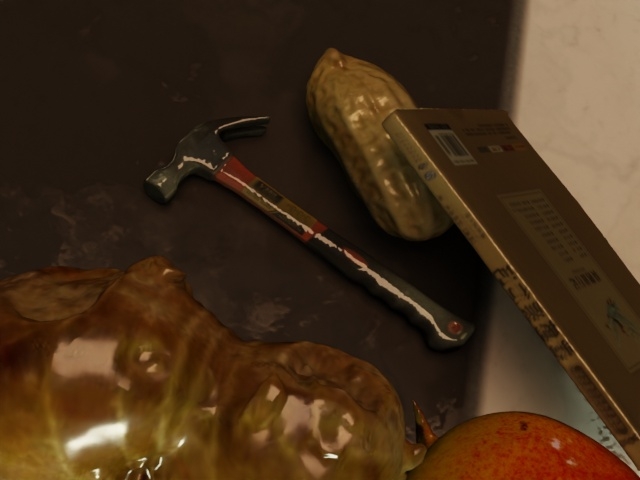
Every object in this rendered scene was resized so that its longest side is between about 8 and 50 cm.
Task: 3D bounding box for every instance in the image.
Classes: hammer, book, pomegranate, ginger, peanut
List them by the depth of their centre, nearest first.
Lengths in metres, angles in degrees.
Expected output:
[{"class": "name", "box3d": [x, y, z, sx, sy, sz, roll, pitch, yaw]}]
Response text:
[{"class": "ginger", "box3d": [-0.134, 0.143, 0.795, 0.357, 0.274, 0.152, 22, 30, -5]}, {"class": "pomegranate", "box3d": [0.115, 0.216, 0.840, 0.256, 0.221, 0.221, 33, 65, 20]}, {"class": "book", "box3d": [0.189, 0.021, 0.960, 0.310, 0.021, 0.217, 55, 28, 15]}, {"class": "hammer", "box3d": [0.000, 0.000, 1.007, 0.287, 0.033, 0.111, 37, 67, 7]}, {"class": "peanut", "box3d": [0.051, -0.080, 1.016, 0.083, 0.093, 0.194, -36, 61, 9]}]
